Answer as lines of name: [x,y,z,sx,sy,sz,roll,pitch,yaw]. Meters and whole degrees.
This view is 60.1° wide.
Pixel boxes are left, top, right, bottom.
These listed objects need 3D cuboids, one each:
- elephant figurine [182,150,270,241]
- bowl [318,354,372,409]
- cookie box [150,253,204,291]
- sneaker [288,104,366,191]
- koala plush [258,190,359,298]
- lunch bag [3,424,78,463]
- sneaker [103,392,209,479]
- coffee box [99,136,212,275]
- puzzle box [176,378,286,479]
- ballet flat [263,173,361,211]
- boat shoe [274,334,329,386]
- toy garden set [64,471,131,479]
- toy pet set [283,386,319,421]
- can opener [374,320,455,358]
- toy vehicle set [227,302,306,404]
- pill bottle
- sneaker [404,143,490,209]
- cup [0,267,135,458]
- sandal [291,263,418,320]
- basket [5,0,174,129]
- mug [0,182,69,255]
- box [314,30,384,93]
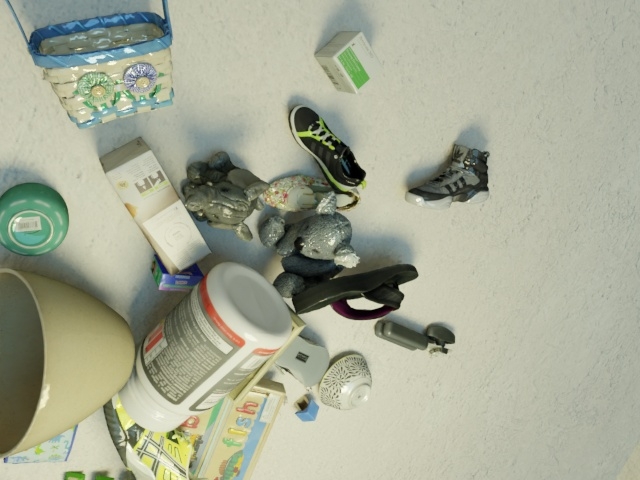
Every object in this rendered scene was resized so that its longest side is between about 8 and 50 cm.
elephant figurine: [-0.185,-0.075,1.123,0.186,0.239,0.169,-24,118,-16]
bowl: [0.087,0.408,1.524,0.170,0.080,0.170,-19,124,-30]
cookie box: [-0.311,0.071,1.198,0.092,0.107,0.040,8,106,-28]
sneaker: [0.028,-0.211,1.231,0.235,0.097,0.084,51,60,-19]
koala plush: [0.000,0.000,1.228,0.203,0.221,0.196,-10,73,-28]
lunch bag: [-0.601,0.410,1.199,0.129,0.096,0.151,12,95,-30]
sneaker: [-0.379,0.462,1.271,0.147,0.145,0.385,-25,101,-14]
coffee box: [-0.331,-0.068,1.114,0.098,0.141,0.246,-31,120,-11]
puzzle box: [-0.284,0.513,1.391,0.272,0.052,0.409,18,101,-18]
ballet flat: [-0.010,-0.106,1.293,0.241,0.077,0.091,-4,110,-24]
boat shoe: [-0.075,0.287,1.401,0.113,0.105,0.306,-60,147,-7]
toy garden set: [-0.506,0.674,1.335,0.244,0.049,0.204,13,105,-11]
toy pet set: [-0.063,0.443,1.492,0.122,0.065,0.114,-39,121,-7]
can opener: [0.275,0.278,1.600,0.280,0.074,0.093,21,65,-32]
toy vehicle set: [-0.171,0.225,1.261,0.267,0.166,0.035,-51,163,21]
pill bottle: [-0.248,0.230,1.154,0.210,0.210,0.363,34,114,-32]
sneaker: [0.332,-0.168,1.425,0.268,0.101,0.153,-9,113,-29]
cup: [-0.509,0.226,1.071,0.237,0.331,0.331,11,106,-54]
sandal: [0.101,0.143,1.332,0.445,0.167,0.107,-7,70,-52]
basket: [-0.370,-0.356,0.943,0.254,0.201,0.289,-21,127,-17]
mug: [-0.555,-0.026,1.046,0.158,0.097,0.129,-49,122,-1]
box: [0.062,-0.386,1.201,0.087,0.102,0.101,-44,121,-7]
